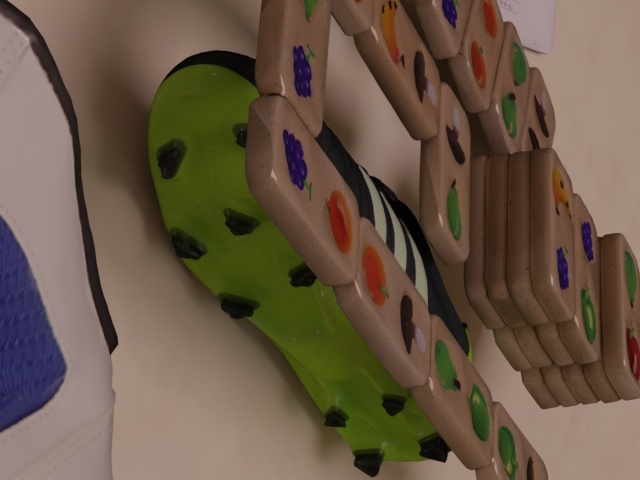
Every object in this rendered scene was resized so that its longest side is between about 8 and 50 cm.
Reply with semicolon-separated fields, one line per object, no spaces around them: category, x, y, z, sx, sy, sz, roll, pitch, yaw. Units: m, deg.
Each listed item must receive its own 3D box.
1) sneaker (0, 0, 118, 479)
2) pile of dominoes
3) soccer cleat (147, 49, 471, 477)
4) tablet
sneaker;-0.139;0.027;0.369;0.315;0.127;0.182;19;70;-59
pile of dominoes;0.052;-0.035;0.620;0.251;0.040;0.196;53;34;-51
soccer cleat;0.000;0.000;0.608;0.179;0.060;0.072;58;31;-39
tablet;0.068;-0.104;0.739;0.083;0.006;0.054;11;80;-54
